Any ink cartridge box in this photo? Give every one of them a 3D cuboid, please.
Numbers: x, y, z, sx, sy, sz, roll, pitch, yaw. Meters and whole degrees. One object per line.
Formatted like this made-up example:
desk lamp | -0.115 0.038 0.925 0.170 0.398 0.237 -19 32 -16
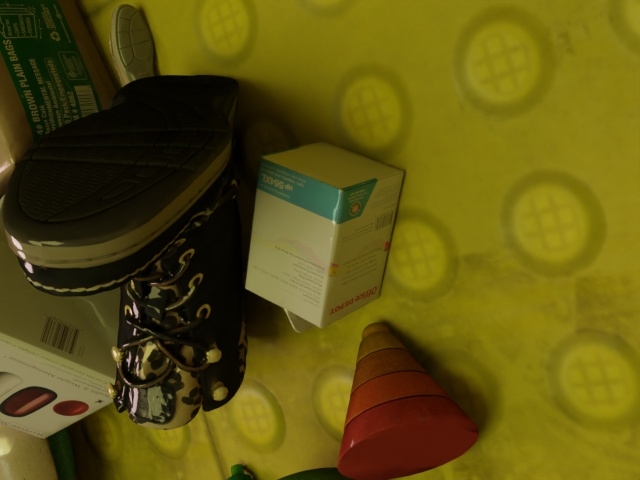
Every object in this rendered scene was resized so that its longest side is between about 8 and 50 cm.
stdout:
ink cartridge box | 0.000 0.000 0.743 0.090 0.092 0.143 25 117 31

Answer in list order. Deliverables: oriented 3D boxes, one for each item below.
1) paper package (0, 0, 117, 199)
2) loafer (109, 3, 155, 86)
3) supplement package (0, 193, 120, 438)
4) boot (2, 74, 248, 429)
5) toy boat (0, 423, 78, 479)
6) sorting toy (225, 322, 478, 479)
paper package | -0.400 -0.180 0.955 0.309 0.168 0.325 -27 85 40
loafer | -0.192 -0.174 0.875 0.039 0.045 0.125 -8 101 46
supplement package | -0.314 0.091 0.923 0.203 0.194 0.149 -31 40 40
boot | -0.135 0.031 0.715 0.138 0.377 0.284 1 113 0
toy boat | -0.325 0.313 1.070 0.318 0.148 0.267 33 131 32
sorting toy | -0.005 0.197 0.823 0.365 0.127 0.126 -46 45 40
